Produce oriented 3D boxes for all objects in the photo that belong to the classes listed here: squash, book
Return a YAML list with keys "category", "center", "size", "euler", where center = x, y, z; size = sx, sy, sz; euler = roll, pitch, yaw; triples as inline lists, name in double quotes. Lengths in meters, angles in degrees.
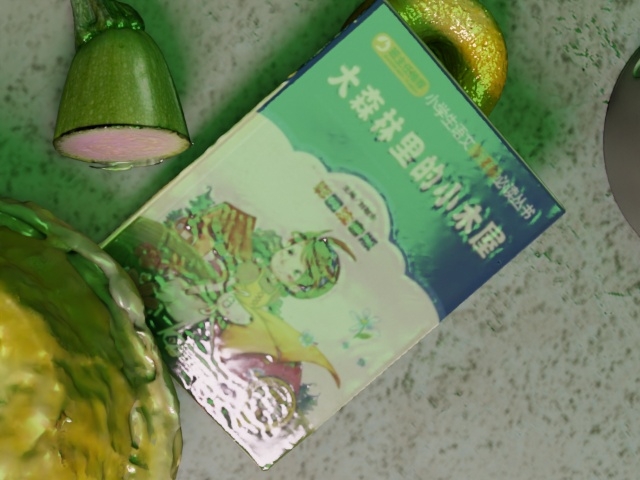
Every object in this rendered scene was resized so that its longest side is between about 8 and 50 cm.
- category: "squash"
  center: [-0.150, -0.130, 1.120]
  size: [0.105, 0.105, 0.132]
  euler: [0, 75, -15]
- category: "book"
  center: [0.000, 0.000, 1.159]
  size: [0.322, 0.018, 0.228]
  euler: [-42, 103, 4]

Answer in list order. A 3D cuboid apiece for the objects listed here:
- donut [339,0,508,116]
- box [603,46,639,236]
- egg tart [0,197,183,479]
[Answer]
- category: "donut"
  center: [0.082, -0.137, 1.187]
  size: [0.152, 0.058, 0.152]
  euler: [-1, 96, -13]
- category: "box"
  center: [0.366, -0.082, 1.216]
  size: [0.226, 0.149, 0.226]
  euler: [-1, 93, -15]
- category: "egg tart"
  center: [-0.282, 0.133, 1.014]
  size: [0.388, 0.169, 0.388]
  euler: [2, 73, -7]
